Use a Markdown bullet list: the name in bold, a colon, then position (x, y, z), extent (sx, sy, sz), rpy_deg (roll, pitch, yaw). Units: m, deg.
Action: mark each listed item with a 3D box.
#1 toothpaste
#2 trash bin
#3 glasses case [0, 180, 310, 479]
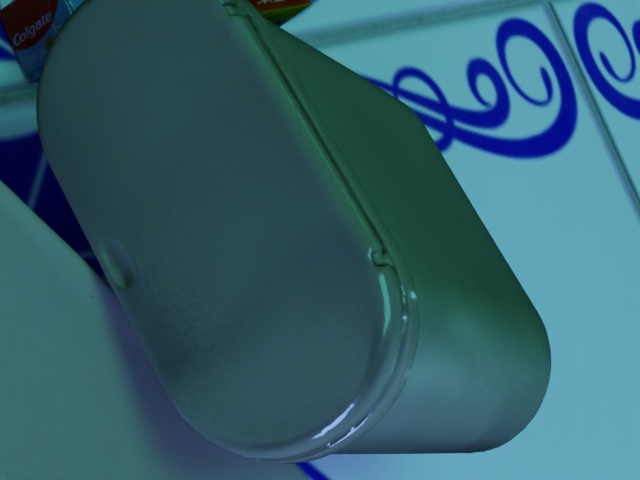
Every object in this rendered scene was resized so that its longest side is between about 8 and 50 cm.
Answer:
- **toothpaste**: position (-0.078, -0.131, 1.019), extent (0.193, 0.070, 0.044), rpy_deg (-19, 82, -51)
- **trash bin**: position (0.000, 0.000, 0.928), extent (0.243, 0.121, 0.247), rpy_deg (61, 19, 21)
- **glasses case**: position (-0.145, 0.070, 0.825), extent (0.336, 0.076, 0.144), rpy_deg (47, 41, -20)
